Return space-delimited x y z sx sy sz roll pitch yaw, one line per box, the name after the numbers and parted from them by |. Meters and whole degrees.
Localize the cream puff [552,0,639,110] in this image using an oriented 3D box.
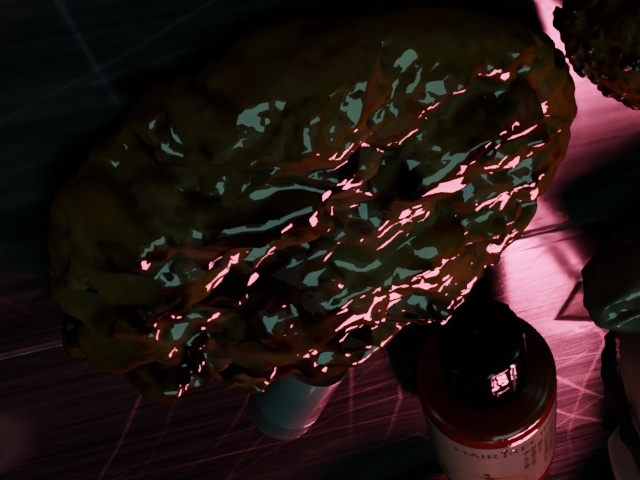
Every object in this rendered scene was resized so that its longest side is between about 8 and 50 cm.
0.189 -0.108 0.639 0.149 0.084 0.149 -15 152 -9 | cream puff

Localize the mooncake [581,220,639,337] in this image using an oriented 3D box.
0.254 0.019 0.940 0.130 0.073 0.125 -34 149 21 | mooncake

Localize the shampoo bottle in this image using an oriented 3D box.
0.129 0.120 1.015 0.104 0.104 0.278 -20 154 0 | shampoo bottle

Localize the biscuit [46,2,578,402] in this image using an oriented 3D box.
-0.004 0.001 0.722 0.289 0.081 0.334 -8 150 -25 | biscuit

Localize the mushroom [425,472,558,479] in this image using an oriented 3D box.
0.149 0.316 1.361 0.206 0.209 0.206 9 150 5 | mushroom

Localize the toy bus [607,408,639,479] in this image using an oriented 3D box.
0.391 0.193 1.311 0.165 0.133 0.271 -11 155 -9 | toy bus

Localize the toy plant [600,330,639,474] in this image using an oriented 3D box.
0.415 0.093 1.016 0.332 0.247 0.247 -33 151 29 | toy plant

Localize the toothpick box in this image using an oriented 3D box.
-0.016 0.101 0.935 0.052 0.052 0.083 -7 150 -25 | toothpick box
